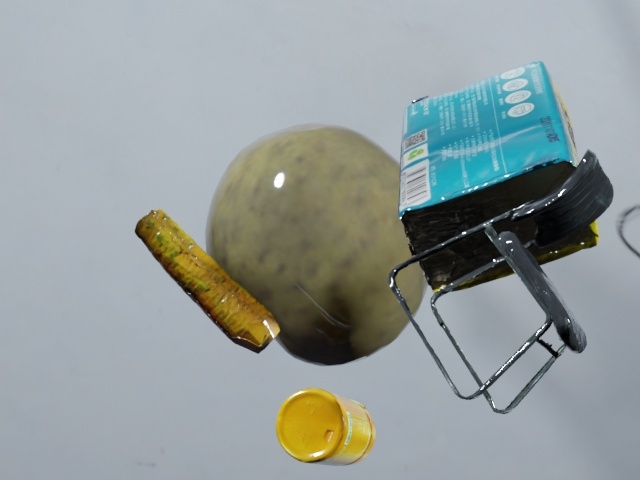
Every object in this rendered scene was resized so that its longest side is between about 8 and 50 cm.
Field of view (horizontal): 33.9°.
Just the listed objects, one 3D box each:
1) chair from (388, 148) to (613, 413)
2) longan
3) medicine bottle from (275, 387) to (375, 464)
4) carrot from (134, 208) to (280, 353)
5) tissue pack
[{"bbox_3d":[0.202,0.039,0.973,0.221,0.145,0.140,-36,155,10],"label":"chair"},{"bbox_3d":[0.000,0.000,1.735,0.404,0.336,0.404,2,95,18],"label":"longan"},{"bbox_3d":[0.011,0.253,1.410,0.096,0.192,0.096,-3,77,15],"label":"medicine bottle"},{"bbox_3d":[-0.165,0.056,1.506,0.070,0.070,0.260,-44,89,15],"label":"carrot"},{"bbox_3d":[0.192,-0.074,1.168,0.192,0.271,0.134,-17,119,16],"label":"tissue pack"}]
